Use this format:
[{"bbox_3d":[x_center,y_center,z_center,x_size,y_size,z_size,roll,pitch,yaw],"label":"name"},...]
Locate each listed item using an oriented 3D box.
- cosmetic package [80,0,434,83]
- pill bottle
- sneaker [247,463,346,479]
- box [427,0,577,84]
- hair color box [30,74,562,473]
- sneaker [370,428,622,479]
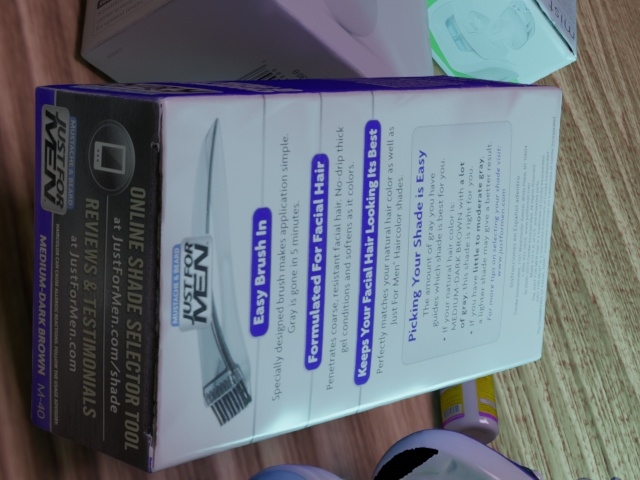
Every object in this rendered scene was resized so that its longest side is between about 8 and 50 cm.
[{"bbox_3d":[-0.037,-0.182,0.974,0.224,0.138,0.224,36,42,-40],"label":"cosmetic package"},{"bbox_3d":[0.115,0.117,1.081,0.043,0.043,0.083,35,42,-41],"label":"pill bottle"},{"bbox_3d":[-0.037,0.257,0.651,0.150,0.135,0.365,40,37,-41],"label":"sneaker"},{"bbox_3d":[0.138,-0.306,1.354,0.262,0.127,0.231,45,36,-31],"label":"box"},{"bbox_3d":[0.000,0.000,0.798,0.339,0.110,0.185,-8,105,-48],"label":"hair color box"},{"bbox_3d":[0.159,0.222,1.017,0.323,0.130,0.236,48,20,-12],"label":"sneaker"}]
